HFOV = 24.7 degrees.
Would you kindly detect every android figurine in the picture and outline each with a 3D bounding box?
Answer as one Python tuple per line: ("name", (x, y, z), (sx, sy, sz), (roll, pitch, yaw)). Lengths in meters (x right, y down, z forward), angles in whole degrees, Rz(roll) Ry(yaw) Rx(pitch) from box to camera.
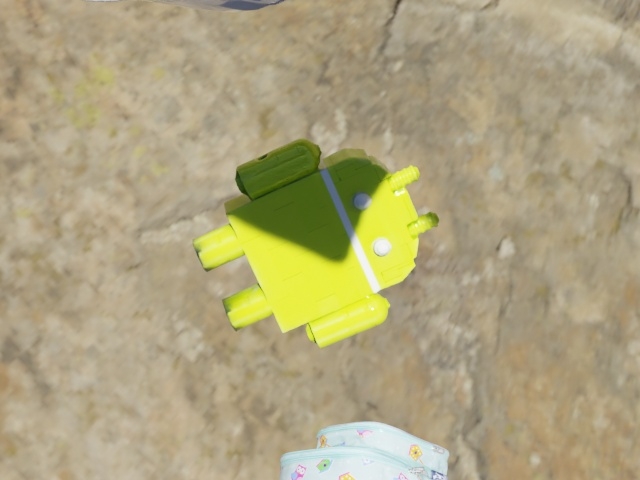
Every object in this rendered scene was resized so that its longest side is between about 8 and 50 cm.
("android figurine", (0.000, 0.000, 1.687), (0.273, 0.056, 0.248), (-22, 111, 2))

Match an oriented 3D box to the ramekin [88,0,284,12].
("ramekin", (-0.073, -0.270, 0.882), (0.277, 0.135, 0.277), (-4, 84, 38))

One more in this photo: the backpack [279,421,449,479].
("backpack", (0.046, 0.274, 1.583), (0.166, 0.188, 0.144), (-13, 66, 43))
